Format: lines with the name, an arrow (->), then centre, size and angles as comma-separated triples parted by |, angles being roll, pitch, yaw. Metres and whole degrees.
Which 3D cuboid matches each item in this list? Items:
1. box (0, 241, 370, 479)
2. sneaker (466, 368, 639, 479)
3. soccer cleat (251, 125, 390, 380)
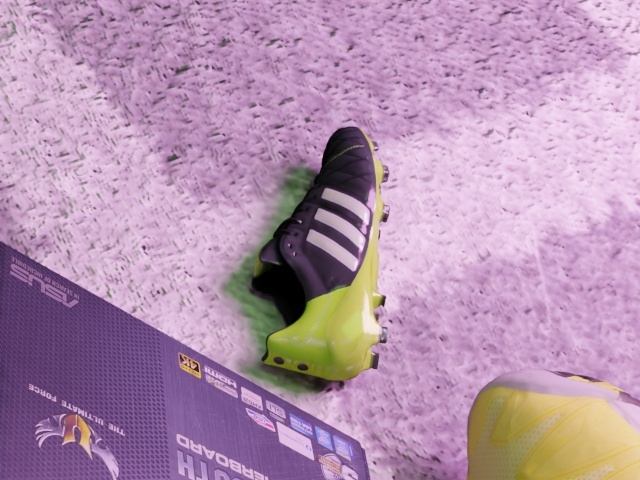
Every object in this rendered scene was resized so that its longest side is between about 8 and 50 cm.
box -> -0.070, 0.122, 0.834 | 0.233, 0.059, 0.183 | 31, 29, -27
sneaker -> 0.124, 0.219, 0.866 | 0.147, 0.145, 0.384 | 6, 48, -25
soccer cleat -> 0.000, 0.000, 1.056 | 0.072, 0.060, 0.179 | 7, 48, -6
